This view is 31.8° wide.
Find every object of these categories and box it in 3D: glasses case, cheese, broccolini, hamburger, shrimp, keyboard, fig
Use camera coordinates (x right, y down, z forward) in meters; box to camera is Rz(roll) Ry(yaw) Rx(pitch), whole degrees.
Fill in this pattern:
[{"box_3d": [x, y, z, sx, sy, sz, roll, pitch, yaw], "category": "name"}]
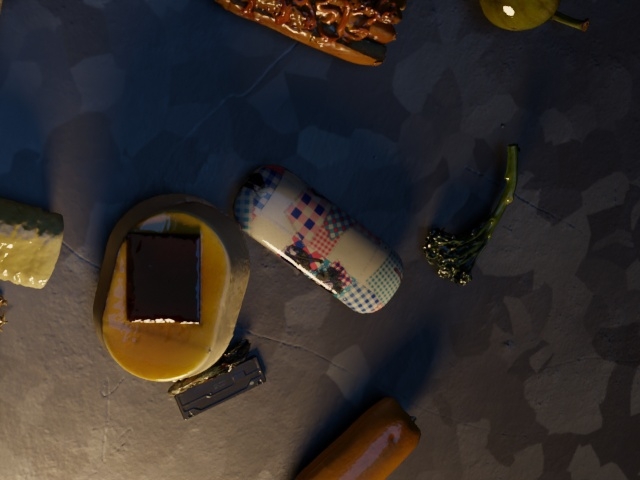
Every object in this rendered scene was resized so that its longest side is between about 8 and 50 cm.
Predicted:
[{"box_3d": [0.000, 0.000, 1.864, 0.327, 0.076, 0.125, 36, 88, -22], "category": "glasses case"}, {"box_3d": [-0.477, -0.004, 1.677, 0.167, 0.094, 0.123, 19, 91, -22], "category": "cheese"}, {"box_3d": [0.264, -0.056, 1.959, 0.123, 0.062, 0.271, 21, 97, -37], "category": "broccolini"}, {"box_3d": [-0.234, 0.076, 1.756, 0.227, 0.151, 0.295, 16, 99, -5], "category": "hamburger"}, {"box_3d": [-0.175, 0.212, 1.834, 0.161, 0.091, 0.034, -30, 93, -20], "category": "shrimp"}, {"box_3d": [-0.167, 0.246, 1.880, 0.155, 0.010, 0.053, -24, 106, -15], "category": "keyboard"}, {"box_3d": [0.353, -0.425, 1.900, 0.186, 0.148, 0.142, 2, 84, -58], "category": "fig"}]

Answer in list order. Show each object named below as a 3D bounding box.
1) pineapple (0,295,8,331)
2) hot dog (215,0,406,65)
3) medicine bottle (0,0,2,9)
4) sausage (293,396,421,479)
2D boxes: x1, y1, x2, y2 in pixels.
[{"box_3d": [-0.535, 0.107, 1.680, 0.116, 0.137, 0.069, 19, 89, 17], "category": "pineapple"}, {"box_3d": [-0.020, -0.395, 1.766, 0.349, 0.117, 0.158, 19, 92, -22], "category": "hot dog"}, {"box_3d": [-0.506, -0.408, 1.570, 0.141, 0.141, 0.293, 9, 97, -21], "category": "medicine bottle"}, {"box_3d": [0.036, 0.408, 1.937, 0.328, 0.112, 0.112, -43, 111, -6], "category": "sausage"}]
